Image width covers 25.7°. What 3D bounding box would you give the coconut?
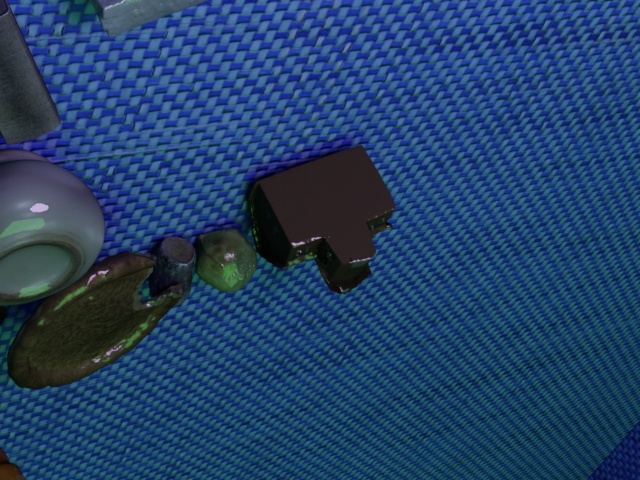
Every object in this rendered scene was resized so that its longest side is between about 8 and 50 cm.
[{"bbox_3d":[-0.136,0.025,1.975,0.088,0.096,0.088,-49,-173,9],"label":"coconut"}]

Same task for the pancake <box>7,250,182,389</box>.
[{"bbox_3d":[-0.288,0.104,1.840,0.286,0.033,0.288,-19,154,-42],"label":"pancake"}]

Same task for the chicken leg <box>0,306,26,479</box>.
[{"bbox_3d":[-0.482,0.267,1.893,0.182,0.295,0.409,-17,141,-59],"label":"chicken leg"}]

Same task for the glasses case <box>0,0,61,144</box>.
[{"bbox_3d":[-0.341,-0.183,1.510,0.071,0.047,0.205,-24,151,-8],"label":"glasses case"}]

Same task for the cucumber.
[{"bbox_3d":[-0.209,0.042,1.965,0.064,0.064,0.112,-16,146,-23],"label":"cucumber"}]

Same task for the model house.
[{"bbox_3d":[0.000,0.000,2.008,0.181,0.176,0.248,-21,166,-16],"label":"model house"}]

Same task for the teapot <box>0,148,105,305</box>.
[{"bbox_3d":[-0.382,-0.042,1.590,0.220,0.149,0.318,-27,150,2],"label":"teapot"}]

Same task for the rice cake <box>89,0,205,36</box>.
[{"bbox_3d":[-0.159,-0.282,1.496,0.206,0.069,0.063,-25,151,-11],"label":"rice cake"}]
